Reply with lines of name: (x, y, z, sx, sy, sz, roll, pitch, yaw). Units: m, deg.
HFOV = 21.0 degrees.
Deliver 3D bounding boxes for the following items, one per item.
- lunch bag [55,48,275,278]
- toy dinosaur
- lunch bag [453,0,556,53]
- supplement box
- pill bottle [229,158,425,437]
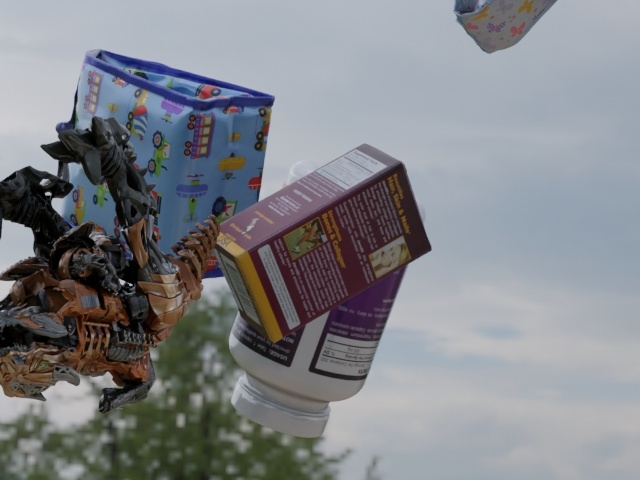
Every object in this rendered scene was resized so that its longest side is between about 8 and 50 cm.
lunch bag: (-0.216, -0.095, 2.047, 0.293, 0.221, 0.138, 21, 19, 37)
toy dinosaur: (-0.186, 0.028, 1.422, 0.164, 0.218, 0.322, -27, 0, 10)
lunch bag: (0.155, -0.210, 1.490, 0.053, 0.083, 0.071, 42, 3, 40)
supplement box: (0.000, 0.000, 1.655, 0.188, 0.104, 0.081, -30, 29, -16)
pill bottle: (-0.002, 0.072, 2.139, 0.181, 0.323, 0.181, 19, 10, -4)
